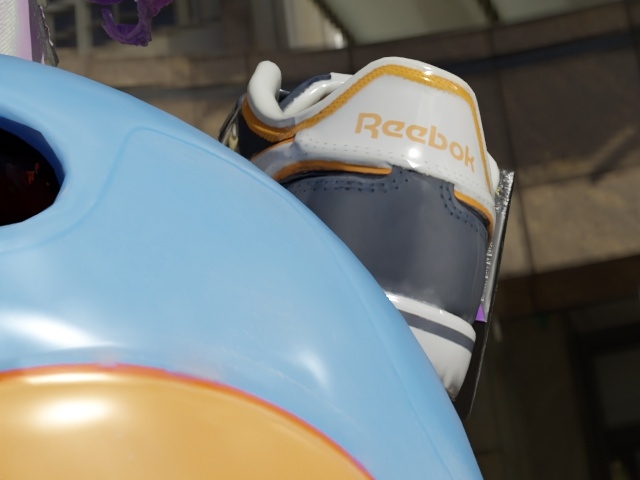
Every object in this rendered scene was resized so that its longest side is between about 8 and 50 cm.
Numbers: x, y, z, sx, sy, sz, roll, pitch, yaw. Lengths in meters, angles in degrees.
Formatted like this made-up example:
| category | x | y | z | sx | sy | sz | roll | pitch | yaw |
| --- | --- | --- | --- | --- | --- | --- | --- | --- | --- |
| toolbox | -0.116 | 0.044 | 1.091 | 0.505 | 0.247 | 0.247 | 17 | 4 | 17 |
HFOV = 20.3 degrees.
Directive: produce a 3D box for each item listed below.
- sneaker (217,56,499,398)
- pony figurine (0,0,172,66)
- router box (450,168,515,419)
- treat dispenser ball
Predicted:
| category | x | y | z | sx | sy | sz | roll | pitch | yaw |
| --- | --- | --- | --- | --- | --- | --- | --- | --- | --- |
| sneaker | 0.000 | 0.000 | 0.785 | 0.126 | 0.127 | 0.321 | 16 | -8 | -16 |
| pony figurine | -0.126 | -0.185 | 0.893 | 0.364 | 0.303 | 0.351 | -16 | -61 | -4 |
| router box | 0.113 | 0.042 | 1.395 | 0.046 | 0.133 | 0.179 | 10 | -30 | 6 |
| treat dispenser ball | -0.099 | 0.099 | 0.416 | 0.288 | 0.288 | 0.288 | -6 | -26 | -3 |
